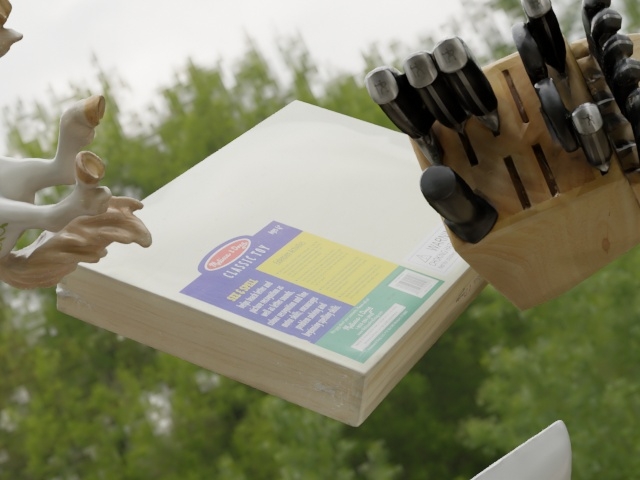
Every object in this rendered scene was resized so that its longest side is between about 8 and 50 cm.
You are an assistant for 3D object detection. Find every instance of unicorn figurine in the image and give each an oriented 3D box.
[{"bbox_3d":[-0.141,-0.044,0.584,0.111,0.162,0.060,-27,8,35],"label":"unicorn figurine"}]

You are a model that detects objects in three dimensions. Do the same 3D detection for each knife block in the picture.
[{"bbox_3d":[0.091,-0.036,0.873,0.242,0.088,0.276,-9,-19,-32],"label":"knife block"}]

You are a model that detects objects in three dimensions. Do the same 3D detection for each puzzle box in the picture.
[{"bbox_3d":[0.000,0.000,1.391,0.409,0.272,0.052,-39,-36,-54],"label":"puzzle box"}]

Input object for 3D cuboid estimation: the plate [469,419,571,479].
[{"bbox_3d":[0.082,0.281,1.110,0.278,0.045,0.277,-18,-48,-57],"label":"plate"}]
